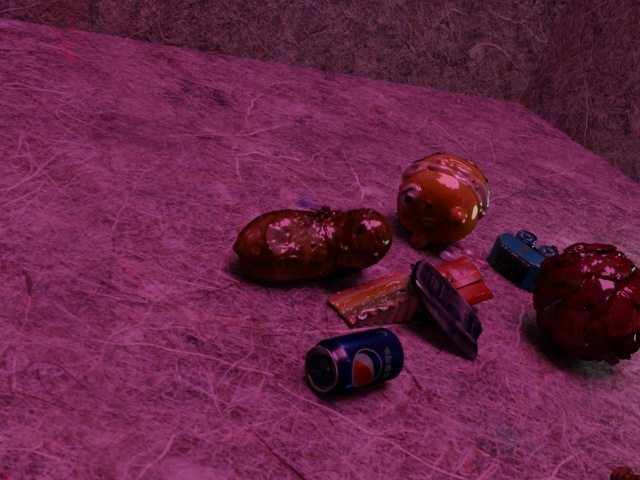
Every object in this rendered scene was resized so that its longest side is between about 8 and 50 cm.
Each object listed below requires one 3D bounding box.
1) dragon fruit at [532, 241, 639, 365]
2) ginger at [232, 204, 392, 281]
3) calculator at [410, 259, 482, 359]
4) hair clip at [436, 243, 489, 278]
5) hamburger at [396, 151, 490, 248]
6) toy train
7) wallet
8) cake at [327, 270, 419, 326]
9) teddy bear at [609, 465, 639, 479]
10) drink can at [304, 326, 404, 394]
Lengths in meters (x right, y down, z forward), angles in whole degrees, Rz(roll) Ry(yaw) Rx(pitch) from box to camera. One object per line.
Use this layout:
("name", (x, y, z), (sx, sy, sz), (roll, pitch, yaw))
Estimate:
("dragon fruit", (0.705, 0.157, 2.082), (0.329, 0.329, 0.329), (17, 27, -9))
("ginger", (0.000, 0.000, 1.942), (0.418, 0.254, 0.176), (4, 65, -32))
("calculator", (0.307, 0.158, 1.962), (0.268, 0.040, 0.177), (47, 26, -6))
("hair clip", (0.413, 0.063, 2.312), (0.146, 0.075, 0.257), (23, 22, 13))
("hamburger", (0.348, -0.105, 2.375), (0.276, 0.276, 0.237), (25, 43, 8))
("toy train", (0.616, 0.057, 2.421), (0.163, 0.112, 0.203), (-14, 41, -42))
("wallet", (0.339, 0.122, 2.098), (0.204, 0.045, 0.142), (-16, 57, -30))
("cake", (0.134, 0.160, 1.955), (0.225, 0.090, 0.109), (-17, 45, -25))
("teddy bear", (0.633, 0.551, 1.494), (0.246, 0.222, 0.296), (22, -18, 14))
("drink can", (0.072, 0.249, 1.656), (0.205, 0.118, 0.118), (-6, 38, -41))
